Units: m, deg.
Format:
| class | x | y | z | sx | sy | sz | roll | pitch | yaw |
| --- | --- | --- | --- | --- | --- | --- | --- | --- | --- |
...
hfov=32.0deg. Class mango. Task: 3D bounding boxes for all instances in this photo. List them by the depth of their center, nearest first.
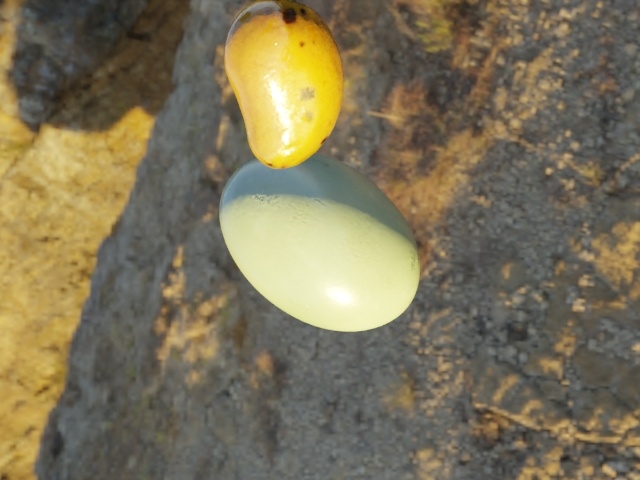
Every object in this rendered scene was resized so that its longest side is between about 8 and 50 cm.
| class | x | y | z | sx | sy | sz | roll | pitch | yaw |
| --- | --- | --- | --- | --- | --- | --- | --- | --- | --- |
| mango | -0.032 | -0.161 | 1.127 | 0.090 | 0.115 | 0.178 | -123 | 15 | -61 |

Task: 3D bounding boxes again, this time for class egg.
| class | x | y | z | sx | sy | sz | roll | pitch | yaw |
| --- | --- | --- | --- | --- | --- | --- | --- | --- | --- |
| egg | 0.000 | 0.000 | 1.434 | 0.203 | 0.282 | 0.203 | -57 | 3 | 5 |
